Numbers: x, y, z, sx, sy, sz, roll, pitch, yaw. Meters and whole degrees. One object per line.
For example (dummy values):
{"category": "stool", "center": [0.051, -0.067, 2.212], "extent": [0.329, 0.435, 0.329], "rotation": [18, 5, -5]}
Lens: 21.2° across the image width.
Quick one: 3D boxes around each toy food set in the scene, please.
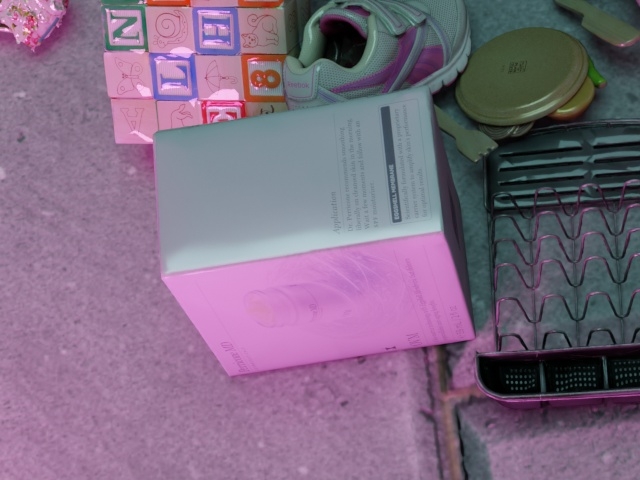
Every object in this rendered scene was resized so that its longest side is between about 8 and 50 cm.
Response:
{"category": "toy food set", "center": [0.183, -0.139, 1.531], "extent": [0.192, 0.038, 0.132], "rotation": [-37, 43, -10]}

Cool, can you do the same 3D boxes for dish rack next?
{"category": "dish rack", "center": [0.231, 0.013, 1.437], "extent": [0.208, 0.074, 0.271], "rotation": [-4, 64, 9]}

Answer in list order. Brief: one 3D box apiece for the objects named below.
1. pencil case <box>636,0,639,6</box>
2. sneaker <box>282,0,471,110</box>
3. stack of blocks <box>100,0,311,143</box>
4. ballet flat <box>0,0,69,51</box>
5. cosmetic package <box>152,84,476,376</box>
{"category": "pencil case", "center": [0.324, -0.265, 1.490], "extent": [0.184, 0.160, 0.410], "rotation": [-7, 60, -27]}
{"category": "sneaker", "center": [0.051, -0.171, 1.506], "extent": [0.103, 0.111, 0.252], "rotation": [7, 42, 32]}
{"category": "stack of blocks", "center": [-0.103, -0.236, 1.511], "extent": [0.171, 0.087, 0.297], "rotation": [3, 111, 15]}
{"category": "ballet flat", "center": [-0.354, -0.255, 1.685], "extent": [0.241, 0.091, 0.077], "rotation": [27, 99, 26]}
{"category": "cosmetic package", "center": [0.000, 0.000, 1.407], "extent": [0.225, 0.224, 0.138], "rotation": [-8, 64, 9]}
